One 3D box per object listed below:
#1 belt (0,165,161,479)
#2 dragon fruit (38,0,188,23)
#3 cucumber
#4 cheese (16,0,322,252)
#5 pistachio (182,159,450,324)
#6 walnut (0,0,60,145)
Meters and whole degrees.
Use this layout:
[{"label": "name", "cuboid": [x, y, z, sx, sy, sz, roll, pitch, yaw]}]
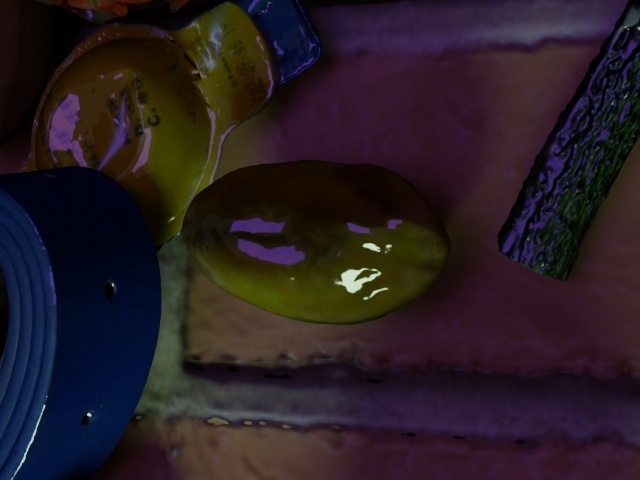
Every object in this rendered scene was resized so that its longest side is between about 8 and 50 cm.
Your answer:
[{"label": "belt", "cuboid": [-0.251, 0.097, 1.203, 0.212, 0.117, 0.347, 49, 121, 18]}, {"label": "dragon fruit", "cuboid": [-0.137, -0.272, 1.144, 0.241, 0.241, 0.252, 33, 122, 28]}, {"label": "cucumber", "cuboid": [0.173, -0.068, 1.049, 0.058, 0.058, 0.187, 33, 101, 28]}, {"label": "cheese", "cuboid": [-0.117, -0.093, 1.207, 0.270, 0.069, 0.177, -35, 70, 22]}, {"label": "pistachio", "cuboid": [0.002, 0.003, 1.119, 0.189, 0.100, 0.110, 1, 108, 21]}, {"label": "walnut", "cuboid": [-0.261, -0.182, 1.269, 0.137, 0.137, 0.245, 12, 94, 30]}]
